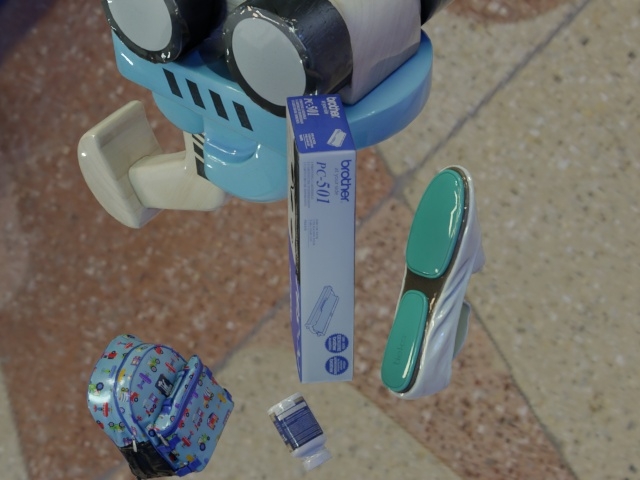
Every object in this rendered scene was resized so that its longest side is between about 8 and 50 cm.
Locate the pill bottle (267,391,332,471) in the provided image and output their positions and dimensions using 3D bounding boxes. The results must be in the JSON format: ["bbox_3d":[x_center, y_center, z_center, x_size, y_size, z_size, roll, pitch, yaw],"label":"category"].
[{"bbox_3d":[-0.031,0.314,2.172,0.067,0.067,0.120,-35,80,27],"label":"pill bottle"}]

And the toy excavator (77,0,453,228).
[{"bbox_3d":[-0.092,-0.133,1.321,0.433,0.445,0.222,26,49,27],"label":"toy excavator"}]

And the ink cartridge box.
[{"bbox_3d":[0.000,0.000,1.037,0.097,0.046,0.207,-102,10,-57],"label":"ink cartridge box"}]

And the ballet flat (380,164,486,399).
[{"bbox_3d":[0.205,0.073,2.221,0.139,0.139,0.400,20,99,47],"label":"ballet flat"}]

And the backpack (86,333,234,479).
[{"bbox_3d":[-0.215,0.207,1.732,0.117,0.173,0.158,-9,38,35],"label":"backpack"}]
